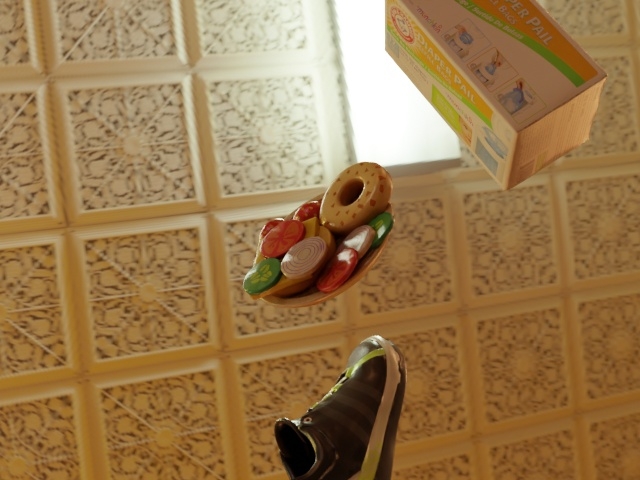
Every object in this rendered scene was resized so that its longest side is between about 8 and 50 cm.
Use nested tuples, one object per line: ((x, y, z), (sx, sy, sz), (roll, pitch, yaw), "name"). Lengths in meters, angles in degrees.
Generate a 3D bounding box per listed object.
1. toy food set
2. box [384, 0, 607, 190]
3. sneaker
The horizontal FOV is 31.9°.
((0.000, 0.000, 0.547), (0.020, 0.083, 0.083), (53, -154, -33), "toy food set")
((0.156, -0.169, 1.051), (0.103, 0.114, 0.203), (-32, -114, -11), "box")
((0.012, 0.156, 0.956), (0.097, 0.084, 0.235), (21, -145, -6), "sneaker")
